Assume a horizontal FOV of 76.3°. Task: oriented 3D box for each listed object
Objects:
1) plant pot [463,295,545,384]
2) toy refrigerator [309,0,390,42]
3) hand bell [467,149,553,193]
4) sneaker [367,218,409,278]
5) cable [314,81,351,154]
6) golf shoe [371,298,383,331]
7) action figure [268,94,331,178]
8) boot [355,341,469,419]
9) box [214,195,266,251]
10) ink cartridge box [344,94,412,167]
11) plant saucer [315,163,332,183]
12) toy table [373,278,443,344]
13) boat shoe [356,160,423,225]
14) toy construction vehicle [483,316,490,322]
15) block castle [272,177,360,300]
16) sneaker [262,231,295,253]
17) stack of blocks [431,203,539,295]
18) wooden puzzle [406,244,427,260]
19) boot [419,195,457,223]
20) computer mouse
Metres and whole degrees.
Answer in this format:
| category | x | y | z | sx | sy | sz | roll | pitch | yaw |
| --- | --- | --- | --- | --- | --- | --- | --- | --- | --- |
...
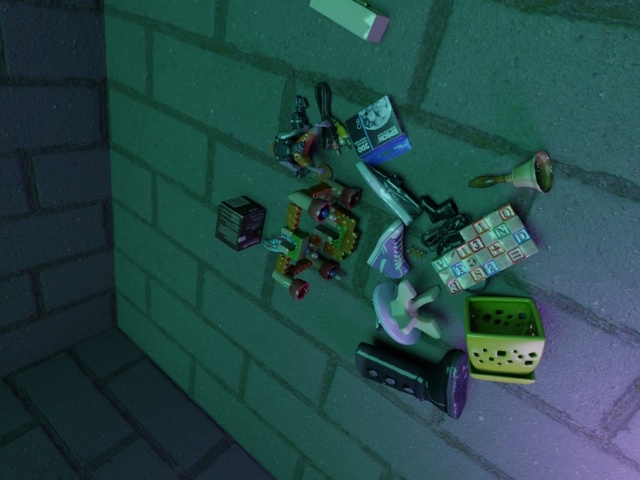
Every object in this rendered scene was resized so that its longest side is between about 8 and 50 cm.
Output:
| category | x | y | z | sx | sy | sz | roll | pitch | yaw |
| --- | --- | --- | --- | --- | --- | --- | --- | --- | --- |
| plant pot | 0.591 | 0.331 | 1.336 | 0.226 | 0.228 | 0.208 | 0 | 114 | 19 |
| toy refrigerator | 0.101 | -0.795 | 1.410 | 0.269 | 0.102 | 0.094 | 41 | 127 | 20 |
| hand bell | 0.574 | -0.193 | 1.274 | 0.241 | 0.126 | 0.126 | -5 | 103 | 51 |
| sneaker | 0.293 | 0.044 | 1.554 | 0.161 | 0.102 | 0.282 | 39 | 148 | 16 |
| cable | 0.037 | -0.479 | 1.626 | 0.139 | 0.072 | 0.288 | -29 | 74 | 58 |
| golf shoe | 0.256 | 0.286 | 1.711 | 0.093 | 0.077 | 0.199 | 29 | 116 | 40 |
| action figure | -0.101 | -0.417 | 1.646 | 0.330 | 0.178 | 0.342 | 11 | 108 | 50 |
| boot | 0.346 | 0.498 | 1.625 | 0.444 | 0.146 | 0.368 | 18 | 133 | 35 |
| box | -0.396 | -0.086 | 2.014 | 0.166 | 0.168 | 0.203 | 30 | 123 | 25 |
| ink cartridge box | 0.209 | -0.393 | 1.510 | 0.206 | 0.045 | 0.209 | -21 | 94 | 40 |
| plant saucer | 0.015 | -0.281 | 1.723 | 0.083 | 0.013 | 0.084 | 13 | 113 | 34 |
| toy table | 0.337 | 0.268 | 1.541 | 0.274 | 0.252 | 0.160 | 45 | 148 | -14 |
| boat shoe | 0.257 | -0.196 | 1.510 | 0.102 | 0.108 | 0.301 | -41 | 78 | 3 |
| toy construction vehicle | 0.584 | 0.316 | 1.484 | 0.098 | 0.035 | 0.086 | 45 | 129 | 6 |
| block castle | 0.000 | 0.000 | 1.648 | 0.212 | 0.303 | 0.454 | 31 | 124 | 25 |
| sneaker | -0.161 | 0.000 | 1.928 | 0.261 | 0.104 | 0.125 | 7 | 90 | 35 |
| stack of blocks | 0.513 | 0.030 | 1.321 | 0.297 | 0.087 | 0.171 | -32 | 84 | 16 |
| wooden puzzle | 0.371 | 0.049 | 1.569 | 0.083 | 0.006 | 0.050 | 25 | 120 | 29 |
| boot | 0.420 | -0.121 | 1.443 | 0.099 | 0.045 | 0.121 | -26 | 96 | 43 |
| computer mouse | 0.497 | 0.054 | 1.431 | 0.188 | 0.072 | 0.273 | -36 | 80 | 35 |
